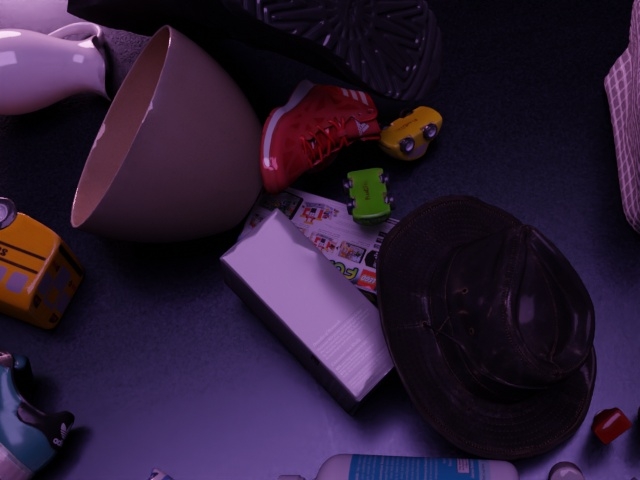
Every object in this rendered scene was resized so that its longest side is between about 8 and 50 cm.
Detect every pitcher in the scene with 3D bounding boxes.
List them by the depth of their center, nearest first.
[{"bbox_3d":[-0.425,-0.269,1.408,0.207,0.125,0.177,-6,42,-8],"label":"pitcher"}]

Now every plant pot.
[{"bbox_3d":[-0.179,-0.109,1.230,0.191,0.284,0.284,26,63,-23],"label":"plant pot"}]

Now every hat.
[{"bbox_3d":[0.221,0.074,1.077,0.332,0.134,0.331,11,61,-20],"label":"hat"}]

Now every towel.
[{"bbox_3d":[0.437,-0.167,1.182,0.121,0.235,0.283,-3,63,12],"label":"towel"}]

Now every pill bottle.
[{"bbox_3d":[0.083,0.310,1.029,0.264,0.146,0.146,2,64,7],"label":"pill bottle"}]

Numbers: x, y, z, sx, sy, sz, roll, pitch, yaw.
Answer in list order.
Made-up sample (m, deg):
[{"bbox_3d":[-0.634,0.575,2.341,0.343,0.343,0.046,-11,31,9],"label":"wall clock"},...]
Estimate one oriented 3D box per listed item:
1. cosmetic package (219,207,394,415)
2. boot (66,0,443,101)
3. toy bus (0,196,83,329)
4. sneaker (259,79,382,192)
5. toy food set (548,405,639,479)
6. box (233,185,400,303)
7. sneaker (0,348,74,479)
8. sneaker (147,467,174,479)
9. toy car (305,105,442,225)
[{"bbox_3d":[-0.009,0.087,1.139,0.238,0.127,0.107,42,75,11],"label":"cosmetic package"},{"bbox_3d":[-0.101,-0.303,1.293,0.445,0.367,0.146,10,81,50],"label":"boot"},{"bbox_3d":[-0.491,0.001,1.275,0.333,0.108,0.130,18,68,14],"label":"toy bus"},{"bbox_3d":[0.007,-0.141,1.221,0.128,0.087,0.221,4,45,18],"label":"sneaker"},{"bbox_3d":[0.349,0.252,1.075,0.232,0.104,0.111,-42,79,5],"label":"toy food set"},{"bbox_3d":[0.000,0.000,1.257,0.207,0.036,0.114,18,67,15],"label":"box"},{"bbox_3d":[-0.435,0.172,1.188,0.302,0.108,0.121,41,73,14],"label":"sneaker"},{"bbox_3d":[-0.229,0.328,1.111,0.144,0.053,0.059,-34,65,-20],"label":"sneaker"},{"bbox_3d":[0.057,-0.088,1.256,0.239,0.053,0.225,-8,42,3],"label":"toy car"}]
